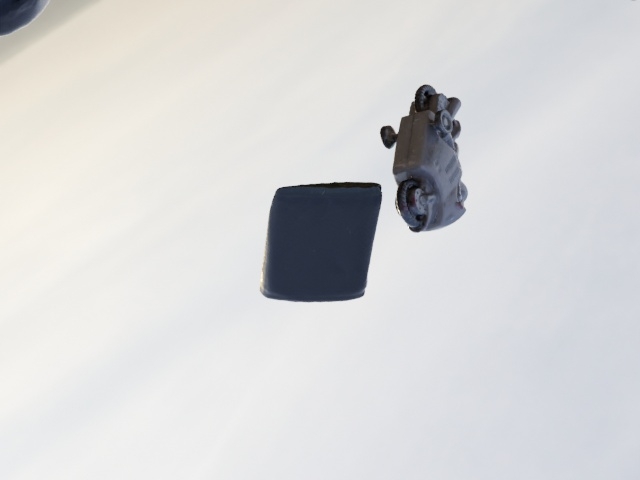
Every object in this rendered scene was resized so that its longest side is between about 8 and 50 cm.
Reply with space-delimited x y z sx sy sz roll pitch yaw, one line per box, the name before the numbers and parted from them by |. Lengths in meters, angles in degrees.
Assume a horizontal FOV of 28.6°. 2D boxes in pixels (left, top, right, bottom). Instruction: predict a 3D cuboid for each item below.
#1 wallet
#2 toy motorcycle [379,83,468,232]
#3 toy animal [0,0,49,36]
wallet | 0.000 0.000 1.876 0.169 0.245 0.052 0 -133 -10
toy motorcycle | 0.175 -0.109 1.945 0.110 0.171 0.260 -12 -130 33
toy animal | -0.525 -0.483 1.875 0.251 0.310 0.251 2 -135 -2
